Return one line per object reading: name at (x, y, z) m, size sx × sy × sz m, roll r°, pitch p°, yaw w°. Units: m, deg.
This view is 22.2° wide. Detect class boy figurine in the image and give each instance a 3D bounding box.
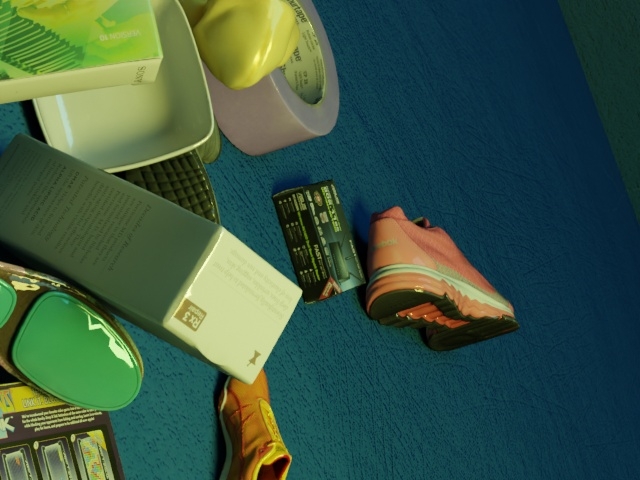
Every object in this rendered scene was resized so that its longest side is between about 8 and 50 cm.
boy figurine at (-0.095, -0.207, 1.441) m, size 0.177 × 0.092 × 0.285 m, roll 21°, pitch 13°, yaw -18°

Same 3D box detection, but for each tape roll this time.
tape roll at (-0.058, -0.187, 1.678) m, size 0.189 × 0.080 × 0.189 m, roll 48°, pitch 32°, yaw -46°

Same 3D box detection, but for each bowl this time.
bowl at (-0.169, -0.125, 1.342) m, size 0.053 × 0.142 × 0.142 m, roll 148°, pitch -74°, yaw -74°

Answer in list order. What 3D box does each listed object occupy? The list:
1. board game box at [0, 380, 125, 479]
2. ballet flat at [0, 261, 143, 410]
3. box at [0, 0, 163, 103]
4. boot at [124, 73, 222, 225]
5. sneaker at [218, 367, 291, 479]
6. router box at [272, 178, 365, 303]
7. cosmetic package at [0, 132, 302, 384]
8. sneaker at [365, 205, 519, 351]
board game box at (-0.202, 0.170, 1.144) m, size 0.170 × 0.048 × 0.141 m, roll 2°, pitch 71°, yaw -66°
ballet flat at (-0.218, 0.047, 1.120) m, size 0.221 × 0.079 × 0.077 m, roll 31°, pitch 89°, yaw -35°
box at (-0.253, -0.247, 1.105) m, size 0.058 × 0.232 × 0.322 m, roll 141°, pitch -63°, yaw -73°
boot at (-0.120, -0.076, 1.463) m, size 0.161 × 0.083 × 0.246 m, roll -13°, pitch 87°, yaw -72°
sneaker at (-0.053, 0.183, 1.450) m, size 0.064 × 0.067 × 0.175 m, roll 44°, pitch 35°, yaw -47°
router box at (0.000, 0.000, 1.731) m, size 0.092 × 0.038 × 0.122 m, roll -19°, pitch 92°, yaw -68°
cosmetic package at (-0.137, 0.010, 1.175) m, size 0.085 × 0.231 × 0.117 m, roll -60°, pitch 143°, yaw -10°
sneaker at (0.148, 0.041, 1.943) m, size 0.314 × 0.116 × 0.136 m, roll 29°, pitch 47°, yaw -59°
